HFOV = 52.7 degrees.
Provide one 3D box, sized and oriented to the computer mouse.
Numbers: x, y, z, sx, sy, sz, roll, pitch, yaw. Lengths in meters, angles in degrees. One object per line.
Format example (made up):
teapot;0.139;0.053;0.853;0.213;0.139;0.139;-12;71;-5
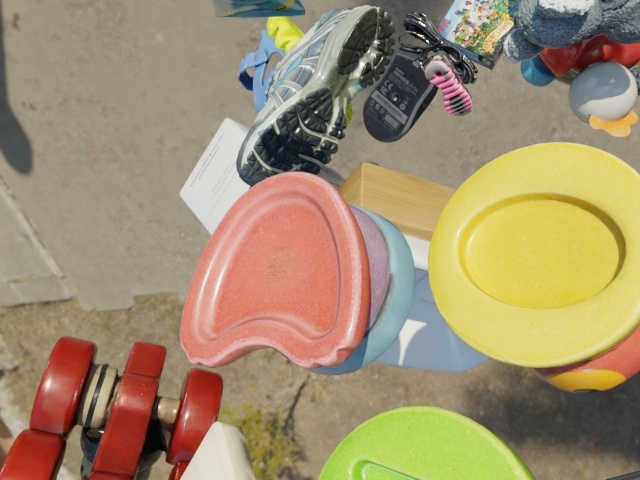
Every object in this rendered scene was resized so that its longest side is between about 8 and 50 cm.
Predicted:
computer mouse;0.192;-0.317;1.343;0.188;0.072;0.272;47;130;10

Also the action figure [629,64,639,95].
action figure;0.771;-0.309;1.276;0.341;0.178;0.330;10;119;2

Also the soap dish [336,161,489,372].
soap dish;0.102;0.039;0.684;0.291;0.118;0.229;13;144;-27

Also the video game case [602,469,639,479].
video game case;0.296;0.216;0.391;0.196;0.274;0.026;-22;103;14

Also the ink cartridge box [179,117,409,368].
ink cartridge box;0.000;0.000;1.020;0.166;0.285;0.395;-56;47;13

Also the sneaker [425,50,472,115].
sneaker;0.208;-0.251;1.027;0.047;0.057;0.119;-14;135;32

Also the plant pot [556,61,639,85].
plant pot;0.654;-0.440;1.525;0.230;0.215;0.215;45;137;25

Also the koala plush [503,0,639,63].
koala plush;0.379;-0.348;0.935;0.203;0.221;0.196;60;167;2

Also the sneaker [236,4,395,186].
sneaker;-0.020;-0.189;0.858;0.122;0.283;0.110;31;170;45

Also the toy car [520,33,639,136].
toy car;0.515;-0.292;1.161;0.219;0.210;0.238;129;128;-69

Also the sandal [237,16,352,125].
sandal;-0.050;-0.246;1.049;0.138;0.317;0.126;-41;131;16

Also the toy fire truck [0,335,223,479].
toy fire truck;-0.211;0.254;0.625;0.169;0.302;0.254;17;116;-14

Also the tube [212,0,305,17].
tube;-0.055;-0.198;0.480;0.080;0.207;0.052;4;94;1

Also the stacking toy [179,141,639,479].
stacking toy;0.052;0.095;0.415;0.309;0.279;0.130;3;163;39

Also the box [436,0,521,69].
box;0.391;-0.531;1.510;0.159;0.233;0.044;31;172;19
